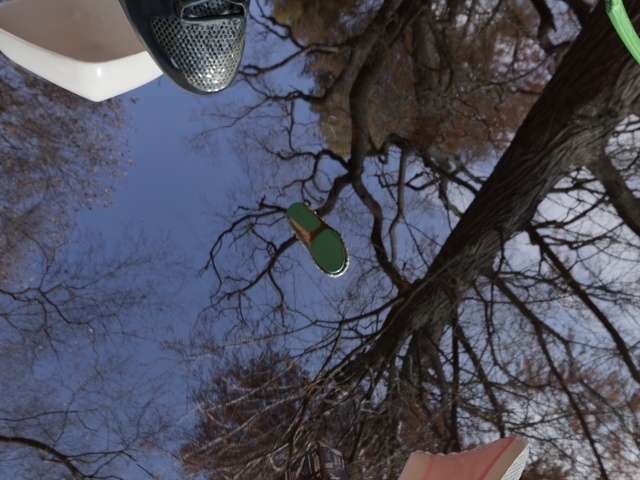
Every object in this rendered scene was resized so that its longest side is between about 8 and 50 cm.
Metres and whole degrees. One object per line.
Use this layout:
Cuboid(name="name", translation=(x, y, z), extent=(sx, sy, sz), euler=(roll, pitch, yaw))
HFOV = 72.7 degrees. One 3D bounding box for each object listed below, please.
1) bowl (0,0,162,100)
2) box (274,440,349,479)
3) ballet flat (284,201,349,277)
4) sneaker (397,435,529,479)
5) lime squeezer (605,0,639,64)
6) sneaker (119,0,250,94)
Cuboid(name="bowl", translation=(-0.226, -0.191, 0.431), extent=(0.141, 0.053, 0.142), euler=(26, -138, 10))
Cuboid(name="box", translation=(-0.033, 0.577, 0.796), extent=(0.076, 0.242, 0.307), euler=(38, -167, -25))
Cuboid(name="ballet flat", translation=(0.000, 0.000, 1.002), extent=(0.091, 0.077, 0.241), euler=(-34, -126, -1))
Cuboid(name="sneaker", translation=(0.113, 0.189, 0.357), extent=(0.134, 0.051, 0.070), euler=(-21, -150, -35))
Cuboid(name="lime squeezer", translation=(0.291, -0.286, 0.409), extent=(0.109, 0.310, 0.059), euler=(-19, -140, 3))
Cuboid(name="sneaker", translation=(-0.062, -0.162, 0.239), extent=(0.087, 0.228, 0.130), euler=(-16, -123, -26))
